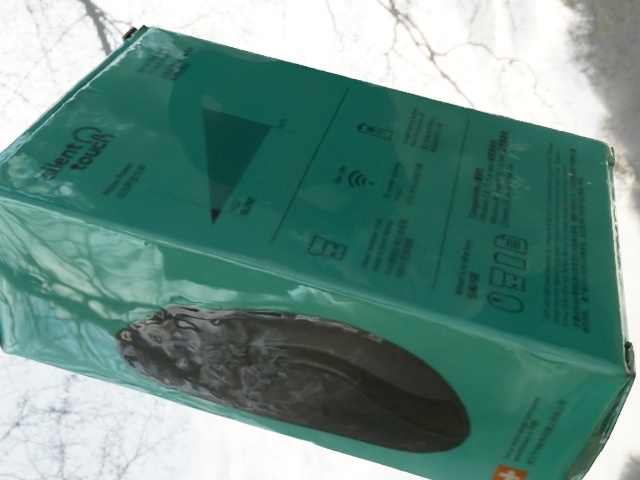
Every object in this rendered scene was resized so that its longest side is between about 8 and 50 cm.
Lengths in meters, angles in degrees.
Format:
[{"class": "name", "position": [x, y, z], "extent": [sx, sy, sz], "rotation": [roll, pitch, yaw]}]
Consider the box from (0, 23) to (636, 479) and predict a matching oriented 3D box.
[{"class": "box", "position": [0.000, 0.000, 0.442], "extent": [0.205, 0.311, 0.118], "rotation": [-69, -8, -53]}]
